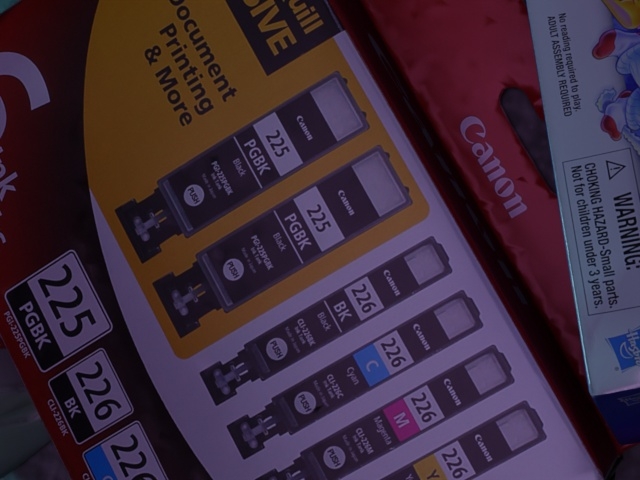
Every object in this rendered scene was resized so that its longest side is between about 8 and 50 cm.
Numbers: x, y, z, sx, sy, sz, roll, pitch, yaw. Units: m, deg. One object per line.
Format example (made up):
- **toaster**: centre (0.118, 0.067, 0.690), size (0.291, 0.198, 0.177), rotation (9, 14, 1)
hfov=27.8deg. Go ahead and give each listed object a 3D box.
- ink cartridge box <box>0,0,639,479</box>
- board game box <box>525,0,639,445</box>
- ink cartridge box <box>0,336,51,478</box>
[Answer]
- **ink cartridge box**: centre (0.000, 0.000, 0.590), size (0.272, 0.130, 0.309), rotation (-32, 79, 11)
- **board game box**: centre (0.200, -0.113, 0.508), size (0.233, 0.078, 0.347), rotation (-12, 65, 16)
- **ink cartridge box**: centre (-0.230, 0.009, 0.634), size (0.100, 0.172, 0.237), rotation (-42, 77, 12)
